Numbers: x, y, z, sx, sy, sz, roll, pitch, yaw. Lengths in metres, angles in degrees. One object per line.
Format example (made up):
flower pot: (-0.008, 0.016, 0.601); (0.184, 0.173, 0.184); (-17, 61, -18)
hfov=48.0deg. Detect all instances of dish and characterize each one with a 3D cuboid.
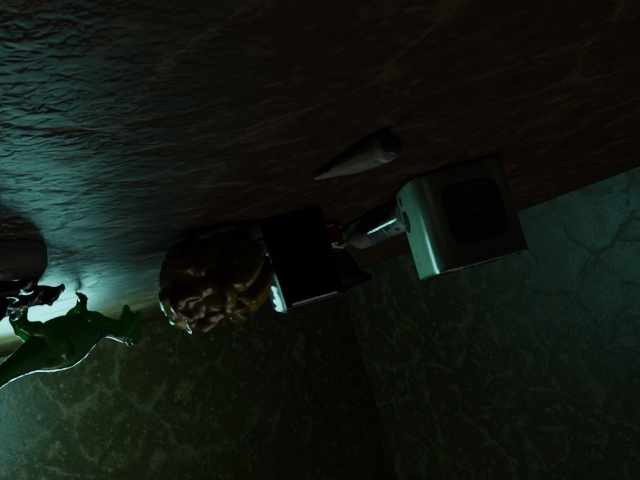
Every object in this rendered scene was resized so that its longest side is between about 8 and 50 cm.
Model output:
dish: (-0.610, 0.098, 1.269); (0.273, 0.134, 0.273); (-17, 173, -2)

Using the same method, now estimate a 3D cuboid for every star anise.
star anise: (-0.725, 0.149, 1.686); (0.208, 0.063, 0.172); (-19, 171, 22)

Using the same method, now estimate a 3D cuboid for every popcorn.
popcorn: (-0.233, 0.078, 1.702); (0.265, 0.225, 0.332); (-5, -160, 25)

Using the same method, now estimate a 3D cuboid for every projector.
projector: (0.355, -0.050, 1.840); (0.248, 0.249, 0.248); (-14, 173, -9)

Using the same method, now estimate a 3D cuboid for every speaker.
speaker: (-0.046, 0.054, 1.802); (0.153, 0.231, 0.192); (-16, 173, -7)

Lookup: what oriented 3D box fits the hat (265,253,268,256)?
hat: (-0.160, 0.087, 2.118); (0.226, 0.164, 0.219); (22, -158, 40)

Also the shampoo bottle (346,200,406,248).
shampoo bottle: (0.171, -0.040, 2.152); (0.092, 0.092, 0.303); (-12, 172, -33)

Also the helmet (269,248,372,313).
helmet: (-0.023, 0.094, 2.318); (0.338, 0.197, 0.271); (-22, -174, 0)

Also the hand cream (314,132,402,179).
hand cream: (0.071, -0.144, 1.302); (0.080, 0.050, 0.234); (-13, 177, -28)

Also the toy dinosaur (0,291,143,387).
toy dinosaur: (-0.678, 0.336, 1.901); (0.374, 0.500, 0.144); (32, 134, -32)

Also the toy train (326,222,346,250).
toy train: (0.000, 0.000, 2.111); (0.131, 0.082, 0.204); (-16, 173, 16)
